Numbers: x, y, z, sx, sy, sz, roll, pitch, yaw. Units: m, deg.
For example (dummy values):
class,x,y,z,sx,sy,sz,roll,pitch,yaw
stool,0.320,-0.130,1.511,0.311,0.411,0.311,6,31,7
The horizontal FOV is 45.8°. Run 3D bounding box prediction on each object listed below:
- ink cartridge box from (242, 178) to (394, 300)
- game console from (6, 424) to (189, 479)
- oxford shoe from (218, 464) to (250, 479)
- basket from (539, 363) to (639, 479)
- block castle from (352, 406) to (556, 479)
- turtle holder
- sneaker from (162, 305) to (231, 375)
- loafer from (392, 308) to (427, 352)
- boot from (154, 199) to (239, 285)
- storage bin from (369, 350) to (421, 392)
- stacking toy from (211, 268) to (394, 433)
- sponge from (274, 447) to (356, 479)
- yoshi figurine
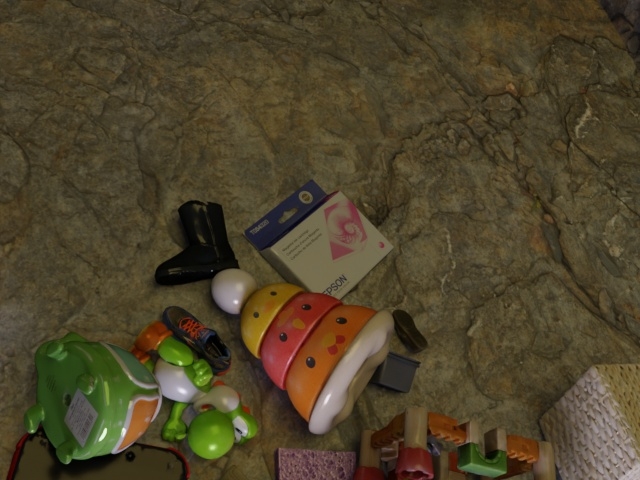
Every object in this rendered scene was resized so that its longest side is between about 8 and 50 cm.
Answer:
class,x,y,z,sx,sy,sz,roll,pitch,yaw
ink cartridge box,0.000,0.000,2.179,0.330,0.071,0.324,46,54,3
game console,-0.489,0.590,1.630,0.387,0.060,0.341,16,61,-16
oxford shoe,-0.088,0.641,1.733,0.348,0.123,0.130,34,58,-4
basket,0.822,0.541,2.057,0.267,0.328,0.331,8,43,-18
block castle,0.325,0.583,1.842,0.453,0.303,0.212,19,56,-20
turtle holder,-0.495,0.333,1.638,0.227,0.320,0.243,7,86,-51
sneaker,-0.300,0.238,1.891,0.221,0.087,0.083,40,53,0
loafer,0.247,0.261,2.157,0.056,0.050,0.148,-8,51,-32
boot,-0.346,0.002,1.997,0.247,0.094,0.207,-9,70,-36
storage bin,0.190,0.355,2.051,0.135,0.098,0.091,25,71,-29
stacking toy,-0.087,0.228,1.914,0.480,0.350,0.350,30,52,16
sponge,-0.010,0.577,1.867,0.210,0.031,0.117,9,59,-20
yoshi figurine,-0.311,0.369,1.762,0.362,0.203,0.203,40,70,-2
